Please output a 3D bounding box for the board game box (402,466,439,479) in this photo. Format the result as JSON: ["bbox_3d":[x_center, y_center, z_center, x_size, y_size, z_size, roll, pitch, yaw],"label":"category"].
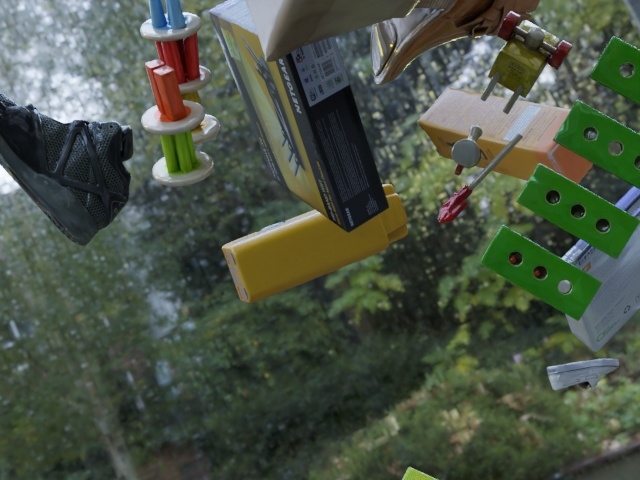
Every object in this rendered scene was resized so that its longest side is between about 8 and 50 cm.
[{"bbox_3d":[0.204,0.383,1.393,0.043,0.181,0.092,-61,-31,-16],"label":"board game box"}]

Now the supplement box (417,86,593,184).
[{"bbox_3d":[0.237,-0.134,1.275,0.233,0.078,0.080,20,67,48],"label":"supplement box"}]

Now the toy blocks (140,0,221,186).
[{"bbox_3d":[-0.123,-0.138,0.830,0.054,0.148,0.123,-5,34,3],"label":"toy blocks"}]

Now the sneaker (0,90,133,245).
[{"bbox_3d":[-0.297,-0.116,1.115,0.130,0.227,0.087,-44,-1,-19],"label":"sneaker"}]

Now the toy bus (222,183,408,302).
[{"bbox_3d":[0.000,0.000,1.743,0.332,0.108,0.130,-21,5,-16],"label":"toy bus"}]

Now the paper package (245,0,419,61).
[{"bbox_3d":[-0.016,-0.367,0.918,0.168,0.325,0.309,-19,0,-8],"label":"paper package"}]

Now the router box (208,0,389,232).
[{"bbox_3d":[-0.032,-0.191,1.454,0.081,0.309,0.243,-31,34,-16],"label":"router box"}]

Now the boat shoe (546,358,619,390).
[{"bbox_3d":[0.318,0.163,1.198,0.100,0.035,0.035,-4,-8,-27],"label":"boat shoe"}]

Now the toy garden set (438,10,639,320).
[{"bbox_3d":[0.220,-0.081,0.955,0.244,0.203,0.049,-60,-9,6],"label":"toy garden set"}]

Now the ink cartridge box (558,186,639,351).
[{"bbox_3d":[0.342,-0.010,1.071,0.223,0.045,0.224,-44,-35,-8],"label":"ink cartridge box"}]

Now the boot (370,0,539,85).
[{"bbox_3d":[0.206,-0.342,1.557,0.220,0.109,0.283,-4,-33,-20],"label":"boot"}]
